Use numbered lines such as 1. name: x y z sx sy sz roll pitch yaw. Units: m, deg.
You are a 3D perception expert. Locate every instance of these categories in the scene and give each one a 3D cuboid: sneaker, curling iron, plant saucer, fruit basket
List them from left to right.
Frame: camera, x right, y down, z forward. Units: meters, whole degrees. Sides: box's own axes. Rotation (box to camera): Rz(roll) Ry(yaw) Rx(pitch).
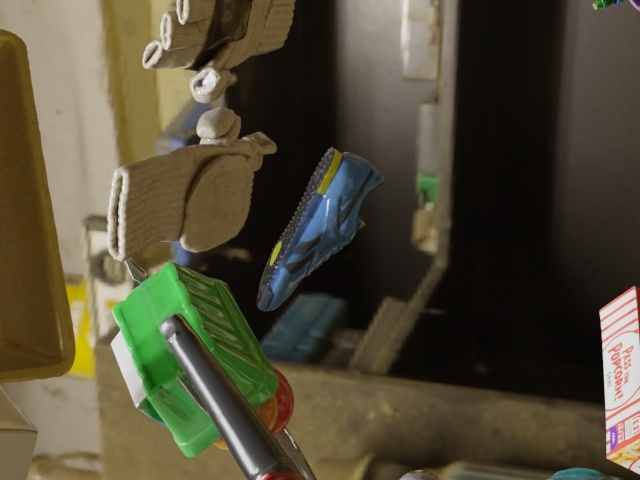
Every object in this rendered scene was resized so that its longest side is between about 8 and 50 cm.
1. plant saucer: -0.402 -0.019 1.023 0.081 0.333 0.333 -33 66 55
2. fruit basket: -0.127 0.208 1.609 0.353 0.165 0.327 56 180 -44
3. curling iron: -0.033 0.161 0.726 0.274 0.068 0.035 61 173 18
4. sneaker: 0.000 0.000 1.353 0.209 0.082 0.069 -60 15 11

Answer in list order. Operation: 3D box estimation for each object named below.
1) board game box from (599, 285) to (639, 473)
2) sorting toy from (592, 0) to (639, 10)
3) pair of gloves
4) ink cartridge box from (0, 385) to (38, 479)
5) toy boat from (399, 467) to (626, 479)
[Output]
1. board game box: 0.313 0.142 0.961 0.045 0.193 0.147 -44 27 42
2. sorting toy: 0.234 -0.206 0.938 0.102 0.042 0.061 54 172 25
3. pair of gloves: -0.079 -0.102 0.924 0.204 0.042 0.240 -14 -60 -65
4. ink cartridge box: -0.430 0.229 1.255 0.129 0.307 0.223 7 -75 -37
5. toy boat: 0.237 0.360 1.514 0.267 0.318 0.148 -20 -83 -50
